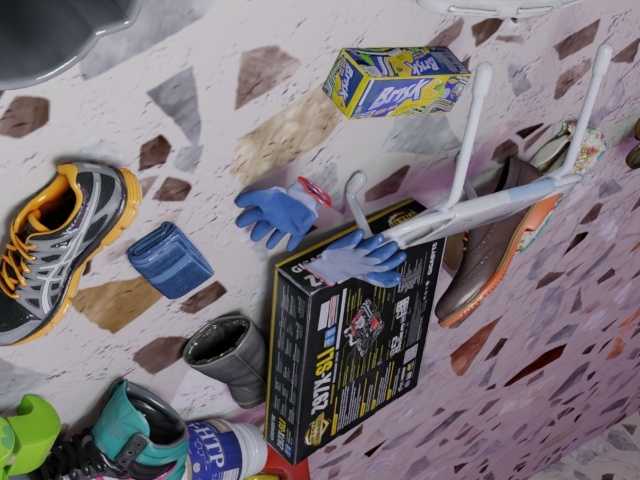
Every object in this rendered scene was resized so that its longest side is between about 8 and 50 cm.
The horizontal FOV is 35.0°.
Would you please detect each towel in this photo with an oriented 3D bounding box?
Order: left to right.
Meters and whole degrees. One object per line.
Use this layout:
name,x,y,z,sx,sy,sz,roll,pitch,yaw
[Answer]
towel,-0.168,0.027,1.145,0.067,0.029,0.119,-36,152,-3

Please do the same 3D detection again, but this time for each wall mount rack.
wall mount rack,0.196,-0.099,1.210,0.350,0.130,0.304,-16,170,-36

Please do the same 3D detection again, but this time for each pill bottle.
pill bottle,-0.172,0.321,1.491,0.187,0.112,0.112,-2,135,-50

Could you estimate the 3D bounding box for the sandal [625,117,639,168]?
sandal,0.556,-0.192,1.658,0.219,0.060,0.090,-42,162,-25

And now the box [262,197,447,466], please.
box,0.046,0.127,1.401,0.257,0.079,0.322,-25,137,-33

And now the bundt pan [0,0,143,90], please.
bundt pan,-0.225,-0.238,0.582,0.331,0.124,0.331,-29,152,-18

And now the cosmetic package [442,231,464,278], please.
cosmetic package,0.228,0.005,1.569,0.060,0.041,0.115,-24,149,-24

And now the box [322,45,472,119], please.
box,0.087,-0.175,1.120,0.169,0.054,0.059,-10,141,-41

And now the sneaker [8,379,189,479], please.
sneaker,-0.284,0.260,1.261,0.296,0.124,0.178,1,125,-39

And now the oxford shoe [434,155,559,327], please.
oxford shoe,0.233,0.002,1.465,0.271,0.098,0.097,-54,-177,-11

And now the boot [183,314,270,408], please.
boot,-0.079,0.147,1.401,0.190,0.076,0.208,-37,146,-8

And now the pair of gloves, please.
pair of gloves,0.000,0.000,1.148,0.159,0.198,0.023,-26,-147,55

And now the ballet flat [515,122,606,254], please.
ballet flat,0.334,-0.085,1.542,0.077,0.091,0.241,23,114,-26

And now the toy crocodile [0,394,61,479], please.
toy crocodile,-0.442,0.249,1.091,0.341,0.105,0.115,-13,143,-32

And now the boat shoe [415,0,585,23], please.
boat shoe,0.213,-0.275,1.082,0.268,0.096,0.088,-12,147,-38

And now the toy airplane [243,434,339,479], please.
toy airplane,-0.128,0.510,1.580,0.272,0.384,0.386,35,101,-29

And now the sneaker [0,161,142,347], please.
sneaker,-0.263,0.008,0.959,0.215,0.084,0.083,-53,148,7
